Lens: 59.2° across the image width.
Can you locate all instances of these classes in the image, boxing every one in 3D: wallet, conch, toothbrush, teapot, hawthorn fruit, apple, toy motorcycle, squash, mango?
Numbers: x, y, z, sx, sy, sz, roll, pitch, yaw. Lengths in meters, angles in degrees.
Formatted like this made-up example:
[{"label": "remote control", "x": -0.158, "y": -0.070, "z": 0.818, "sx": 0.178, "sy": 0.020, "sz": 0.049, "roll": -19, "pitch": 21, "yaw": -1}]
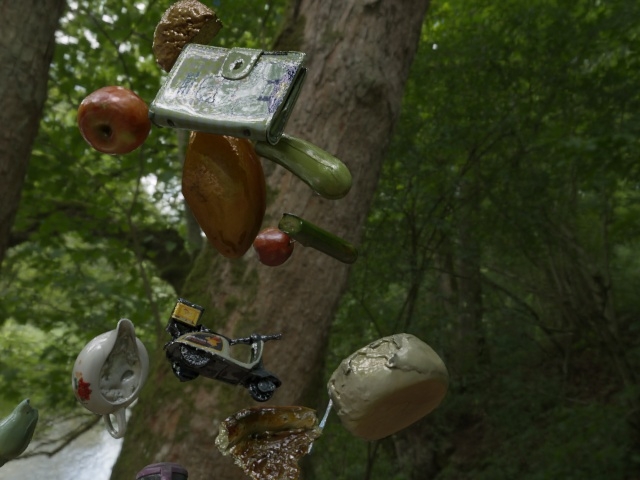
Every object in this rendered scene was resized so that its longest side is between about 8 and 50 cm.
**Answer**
[{"label": "wallet", "x": -0.189, "y": -0.308, "z": 1.174, "sx": 0.309, "sy": 0.223, "sz": 0.077, "roll": 13, "pitch": -26, "yaw": 26}, {"label": "conch", "x": -0.592, "y": 0.387, "z": 1.065, "sx": 0.065, "sy": 0.180, "sz": 0.088, "roll": 16, "pitch": -21, "yaw": 49}, {"label": "toothbrush", "x": 0.003, "y": 0.463, "z": 1.419, "sx": 0.014, "sy": 0.162, "sz": 0.017, "roll": 1, "pitch": -41, "yaw": 36}, {"label": "teapot", "x": -0.378, "y": 0.246, "z": 1.016, "sx": 0.092, "sy": 0.226, "sz": 0.145, "roll": 7, "pitch": 12, "yaw": 38}, {"label": "hawthorn fruit", "x": -0.137, "y": 0.023, "z": 1.709, "sx": 0.140, "sy": 0.125, "sz": 0.125, "roll": 23, "pitch": -3, "yaw": 23}, {"label": "apple", "x": -0.481, "y": -0.284, "z": 1.328, "sx": 0.163, "sy": 0.163, "sz": 0.139, "roll": 12, "pitch": 36, "yaw": 0}, {"label": "toy motorcycle", "x": -0.196, "y": 0.234, "z": 1.166, "sx": 0.263, "sy": 0.157, "sz": 0.091, "roll": 24, "pitch": -48, "yaw": -15}, {"label": "squash", "x": -0.035, "y": -0.160, "z": 1.162, "sx": 0.250, "sy": 0.083, "sz": 0.083, "roll": 34, "pitch": 5, "yaw": 30}, {"label": "teapot", "x": -0.348, "y": 0.580, "z": 1.265, "sx": 0.148, "sy": 0.146, "sz": 0.116, "roll": -32, "pitch": -42, "yaw": 30}, {"label": "mango", "x": -0.236, "y": -0.128, "z": 1.357, "sx": 0.199, "sy": 0.350, "sz": 0.201, "roll": -23, "pitch": -12, "yaw": 35}]

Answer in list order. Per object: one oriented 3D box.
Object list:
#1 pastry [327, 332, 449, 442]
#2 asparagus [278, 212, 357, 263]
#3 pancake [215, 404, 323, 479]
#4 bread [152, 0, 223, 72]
[{"label": "pastry", "x": 0.138, "y": 0.303, "z": 1.169, "sx": 0.264, "sy": 0.265, "sz": 0.133, "roll": 20, "pitch": 30, "yaw": -47}, {"label": "asparagus", "x": 0.001, "y": -0.001, "z": 1.453, "sx": 0.060, "sy": 0.067, "sz": 0.277, "roll": -27, "pitch": -32, "yaw": 29}, {"label": "pancake", "x": -0.086, "y": 0.439, "z": 1.191, "sx": 0.266, "sy": 0.057, "sz": 0.244, "roll": 7, "pitch": 25, "yaw": -25}, {"label": "bread", "x": -0.410, "y": -0.613, "z": 1.679, "sx": 0.139, "sy": 0.229, "sz": 0.143, "roll": 46, "pitch": 10, "yaw": 7}]
